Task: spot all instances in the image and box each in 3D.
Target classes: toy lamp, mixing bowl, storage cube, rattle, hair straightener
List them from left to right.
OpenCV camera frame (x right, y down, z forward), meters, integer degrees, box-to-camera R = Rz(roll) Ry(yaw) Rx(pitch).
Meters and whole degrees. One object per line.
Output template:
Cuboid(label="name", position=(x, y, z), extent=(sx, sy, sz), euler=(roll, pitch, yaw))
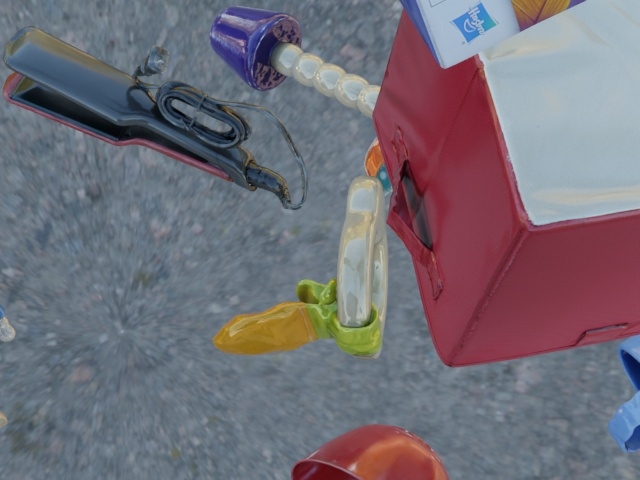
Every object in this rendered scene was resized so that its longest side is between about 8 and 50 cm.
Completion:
Cuboid(label="hair straightener", position=(-0.110, -0.085, 0.837), extent=(0.230, 0.089, 0.047), euler=(28, 58, 5))
Cuboid(label="rattle", position=(0.000, 0.000, 1.057), extent=(0.143, 0.130, 0.199), euler=(-5, 77, 27))
Cuboid(label="toy lamp", position=(0.015, -0.139, 1.117), extent=(0.275, 0.080, 0.080), euler=(32, 80, 27))
Cuboid(label="mixing bowl", position=(0.068, 0.258, 1.301), extent=(0.181, 0.181, 0.098), euler=(43, 60, -4))
Cuboid(label="storage cube", position=(0.150, -0.057, 0.695), extent=(0.215, 0.193, 0.183), euler=(-9, 66, -11))

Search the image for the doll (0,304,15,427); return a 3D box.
Cuboid(label="doll", position=(-0.316, 0.075, 1.086), extent=(0.046, 0.129, 0.189), euler=(-30, 63, 30))

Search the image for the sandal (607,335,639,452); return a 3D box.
Cuboid(label="sandal", position=(0.387, 0.122, 1.340), extent=(0.138, 0.126, 0.317), euler=(6, 51, 11))

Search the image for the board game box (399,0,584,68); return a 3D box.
Cuboid(label="board game box", position=(0.080, -0.244, 0.352), extent=(0.233, 0.078, 0.347), euler=(-26, 134, 3))
